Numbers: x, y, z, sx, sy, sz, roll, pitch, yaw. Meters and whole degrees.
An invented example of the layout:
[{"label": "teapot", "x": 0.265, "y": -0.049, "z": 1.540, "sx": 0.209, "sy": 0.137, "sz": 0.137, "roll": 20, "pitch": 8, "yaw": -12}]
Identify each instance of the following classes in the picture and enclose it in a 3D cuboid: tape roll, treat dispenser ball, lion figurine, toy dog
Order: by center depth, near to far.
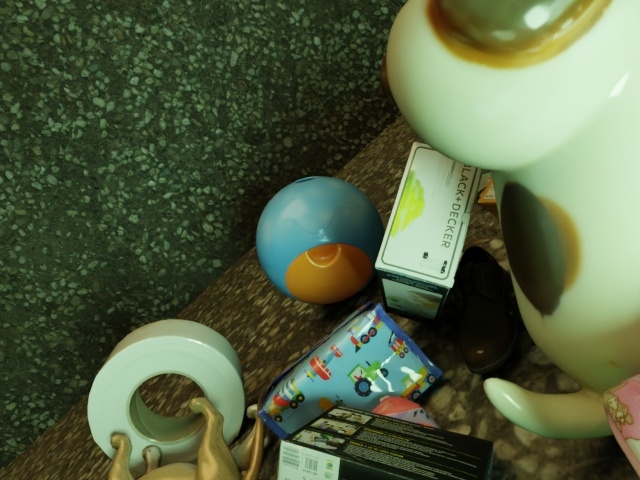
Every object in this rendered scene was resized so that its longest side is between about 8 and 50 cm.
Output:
[{"label": "toy dog", "x": 0.229, "y": -0.076, "z": 0.417, "sx": 0.395, "sy": 0.408, "sz": 0.284, "roll": -39, "pitch": 7, "yaw": 5}, {"label": "lion figurine", "x": -0.229, "y": 0.404, "z": 0.740, "sx": 0.392, "sy": 0.142, "sz": 0.240, "roll": -32, "pitch": 38, "yaw": 11}, {"label": "tape roll", "x": -0.289, "y": 0.303, "z": 0.909, "sx": 0.286, "sy": 0.286, "sz": 0.100, "roll": -41, "pitch": 14, "yaw": -2}, {"label": "treat dispenser ball", "x": 0.000, "y": 0.000, "z": 1.050, "sx": 0.288, "sy": 0.288, "sz": 0.288, "roll": -38, "pitch": 15, "yaw": 12}]

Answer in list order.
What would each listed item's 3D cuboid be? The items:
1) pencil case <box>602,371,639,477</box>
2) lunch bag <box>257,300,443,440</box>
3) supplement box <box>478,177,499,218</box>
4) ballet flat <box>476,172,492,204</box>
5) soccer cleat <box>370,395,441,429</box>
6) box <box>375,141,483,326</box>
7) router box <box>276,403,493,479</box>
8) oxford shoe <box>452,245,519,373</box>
[{"label": "pencil case", "x": 0.338, "y": 0.051, "z": 0.207, "sx": 0.386, "sy": 0.160, "sz": 0.167, "roll": -45, "pitch": 17, "yaw": 23}, {"label": "lunch bag", "x": 0.034, "y": 0.203, "z": 0.759, "sx": 0.221, "sy": 0.138, "sz": 0.293, "roll": -42, "pitch": 2, "yaw": -2}, {"label": "supplement box", "x": 0.362, "y": -0.070, "z": 0.749, "sx": 0.080, "sy": 0.078, "sz": 0.233, "roll": -57, "pitch": 15, "yaw": -3}, {"label": "ballet flat", "x": 0.387, "y": -0.116, "z": 0.894, "sx": 0.213, "sy": 0.072, "sz": 0.068, "roll": -22, "pitch": 51, "yaw": 52}, {"label": "soccer cleat", "x": 0.040, "y": 0.287, "z": 0.539, "sx": 0.248, "sy": 0.083, "sz": 0.095, "roll": -42, "pitch": 19, "yaw": -17}, {"label": "box", "x": 0.148, "y": 0.010, "z": 0.652, "sx": 0.290, "sy": 0.087, "sz": 0.169, "roll": 61, "pitch": -134, "yaw": -70}, {"label": "router box", "x": 0.068, "y": 0.215, "z": 0.453, "sx": 0.179, "sy": 0.046, "sz": 0.133, "roll": 5, "pitch": -1, "yaw": 26}, {"label": "oxford shoe", "x": 0.214, "y": 0.087, "z": 0.648, "sx": 0.083, "sy": 0.096, "sz": 0.227, "roll": -30, "pitch": 19, "yaw": 29}]
